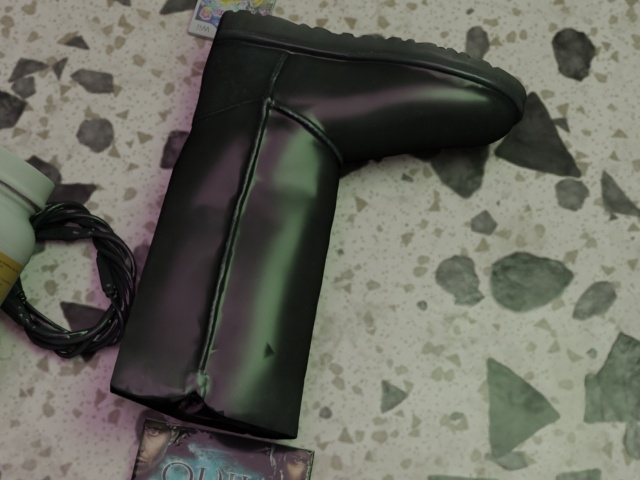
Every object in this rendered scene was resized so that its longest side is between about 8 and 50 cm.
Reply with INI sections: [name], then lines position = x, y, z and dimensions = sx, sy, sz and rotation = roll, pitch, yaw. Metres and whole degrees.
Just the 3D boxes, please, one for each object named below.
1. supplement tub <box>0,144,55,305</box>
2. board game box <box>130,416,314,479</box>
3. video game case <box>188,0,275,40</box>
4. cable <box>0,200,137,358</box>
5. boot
[supplement tub]
position = -0.436, 0.027, 1.783
dimensions = 0.228, 0.228, 0.316
rotation = 29, 82, 8
[board game box]
position = -0.108, 0.266, 1.834
dimensions = 0.186, 0.026, 0.126
rotation = 10, 73, 3
[video game case]
position = -0.096, -0.285, 2.020
dimensions = 0.087, 0.011, 0.122
rotation = 15, 73, 4
[cable]
position = -0.276, 0.043, 1.899
dimensions = 0.184, 0.047, 0.150
rotation = 40, 71, 16
[boot]
position = -0.002, 0.000, 1.856
dimensions = 0.367, 0.146, 0.445
rotation = 11, 69, 11
